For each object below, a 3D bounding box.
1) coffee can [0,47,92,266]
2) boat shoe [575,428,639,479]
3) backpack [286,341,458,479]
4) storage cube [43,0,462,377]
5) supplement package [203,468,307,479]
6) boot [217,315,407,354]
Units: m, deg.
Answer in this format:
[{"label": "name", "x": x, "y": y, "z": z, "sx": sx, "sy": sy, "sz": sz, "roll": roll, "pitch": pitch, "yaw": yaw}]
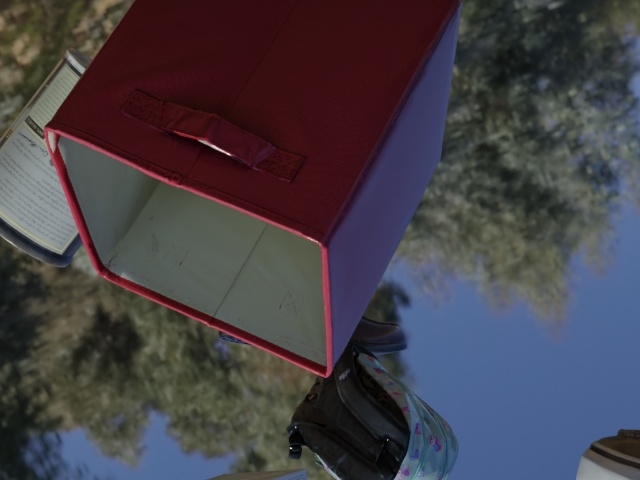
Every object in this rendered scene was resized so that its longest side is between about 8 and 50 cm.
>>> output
[{"label": "coffee can", "x": -0.388, "y": -0.127, "z": 1.854, "sx": 0.275, "sy": 0.201, "sz": 0.201, "roll": -51, "pitch": -165, "yaw": 6}, {"label": "boat shoe", "x": 0.311, "y": 0.149, "z": 0.830, "sx": 0.121, "sy": 0.119, "sz": 0.335, "roll": 14, "pitch": 171, "yaw": -28}, {"label": "backpack", "x": 0.061, "y": 0.209, "z": 1.325, "sx": 0.115, "sy": 0.152, "sz": 0.182, "roll": 15, "pitch": -166, "yaw": -39}, {"label": "storage cube", "x": -0.035, "y": -0.060, "z": 0.776, "sx": 0.184, "sy": 0.215, "sz": 0.193, "roll": 23, "pitch": -115, "yaw": 13}, {"label": "supplement package", "x": -0.170, "y": 0.475, "z": 1.980, "sx": 0.204, "sy": 0.145, "sz": 0.262, "roll": -13, "pitch": 174, "yaw": 41}, {"label": "boot", "x": 0.000, "y": 0.000, "z": 1.491, "sx": 0.264, "sy": 0.280, "sz": 0.096, "roll": 11, "pitch": 165, "yaw": -20}]
